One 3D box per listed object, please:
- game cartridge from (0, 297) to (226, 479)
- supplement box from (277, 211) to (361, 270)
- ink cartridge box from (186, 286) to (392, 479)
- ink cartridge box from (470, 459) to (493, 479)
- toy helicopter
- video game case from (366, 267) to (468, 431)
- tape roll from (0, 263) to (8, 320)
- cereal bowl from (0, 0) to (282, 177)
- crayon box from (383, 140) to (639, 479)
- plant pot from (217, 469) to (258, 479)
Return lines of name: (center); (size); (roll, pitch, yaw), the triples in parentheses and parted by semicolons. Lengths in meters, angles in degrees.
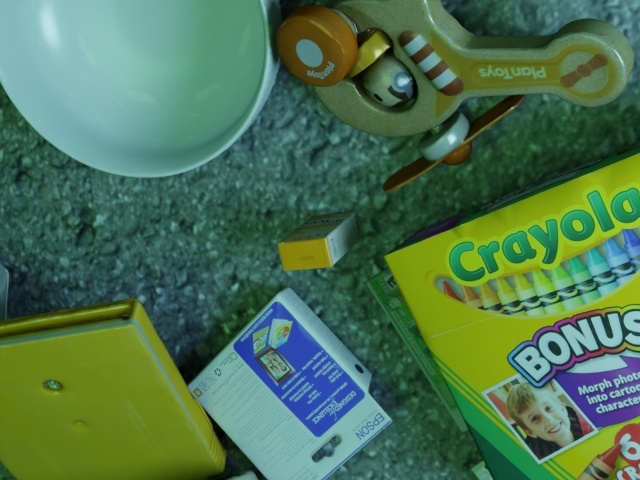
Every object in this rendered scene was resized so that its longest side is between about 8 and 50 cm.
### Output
game cartridge: (-0.298, 0.214, 1.339); (0.285, 0.053, 0.324); (-10, 134, 12)
supplement box: (0.000, 0.000, 1.218); (0.062, 0.098, 0.036); (-6, 106, 24)
ink cartridge box: (-0.038, 0.197, 1.324); (0.208, 0.045, 0.206); (48, 119, 6)
ink cartridge box: (0.237, 0.291, 1.239); (0.063, 0.029, 0.115); (-42, 85, 29)
toy helicopter: (0.142, -0.161, 1.080); (0.355, 0.140, 0.235); (5, 130, 34)
video game case: (0.183, 0.090, 1.206); (0.193, 0.023, 0.212); (-32, 91, 28)
tape roll: (-0.558, 0.087, 1.392); (0.286, 0.286, 0.100); (16, 111, 19)
cereal bowl: (-0.197, -0.248, 1.193); (0.339, 0.141, 0.339); (6, 116, 13)
crayon box: (0.290, 0.083, 1.064); (0.363, 0.106, 0.313); (-24, 97, 34)
plant pot: (-0.124, 0.467, 1.317); (0.334, 0.334, 0.305); (-28, 81, 28)
